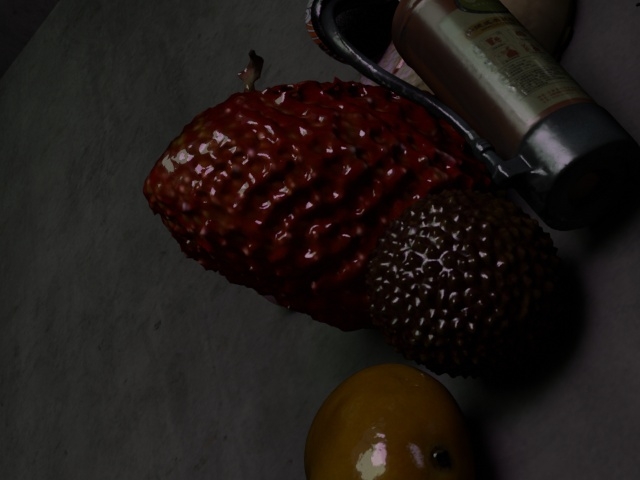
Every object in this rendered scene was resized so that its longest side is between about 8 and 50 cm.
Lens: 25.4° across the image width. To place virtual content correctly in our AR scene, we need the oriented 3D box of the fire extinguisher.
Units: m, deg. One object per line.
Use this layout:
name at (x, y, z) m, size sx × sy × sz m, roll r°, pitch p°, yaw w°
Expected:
fire extinguisher at (0.141, -0.173, 1.385) m, size 0.113 × 0.200 × 0.376 m, roll -57°, pitch 47°, yaw 26°

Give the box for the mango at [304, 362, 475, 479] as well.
mango at (0.058, 0.198, 1.307) m, size 0.175 × 0.139 × 0.254 m, roll -57°, pitch 20°, yaw 8°

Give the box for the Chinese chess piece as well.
Chinese chess piece at (0.167, -0.235, 1.643) m, size 0.270 × 0.112 × 0.270 m, roll -41°, pitch 29°, yaw 29°

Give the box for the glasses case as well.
glasses case at (0.064, -0.327, 1.688) m, size 0.067 × 0.103 × 0.266 m, roll -19°, pitch 41°, yaw 58°

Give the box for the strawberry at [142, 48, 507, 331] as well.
strawberry at (0.006, -0.061, 1.466) m, size 0.292 × 0.343 × 0.292 m, roll -35°, pitch 39°, yaw 35°

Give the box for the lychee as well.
lychee at (0.135, 0.043, 1.310) m, size 0.188 × 0.188 × 0.188 m, roll -41°, pitch 30°, yaw 30°

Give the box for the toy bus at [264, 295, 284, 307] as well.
toy bus at (0.000, 0.000, 1.725) m, size 0.203 × 0.063 × 0.090 m, roll -44°, pitch 31°, yaw 29°

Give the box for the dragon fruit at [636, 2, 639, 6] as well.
dragon fruit at (0.376, -0.371, 1.289) m, size 0.386 × 0.249 × 0.371 m, roll -54°, pitch 41°, yaw 15°
